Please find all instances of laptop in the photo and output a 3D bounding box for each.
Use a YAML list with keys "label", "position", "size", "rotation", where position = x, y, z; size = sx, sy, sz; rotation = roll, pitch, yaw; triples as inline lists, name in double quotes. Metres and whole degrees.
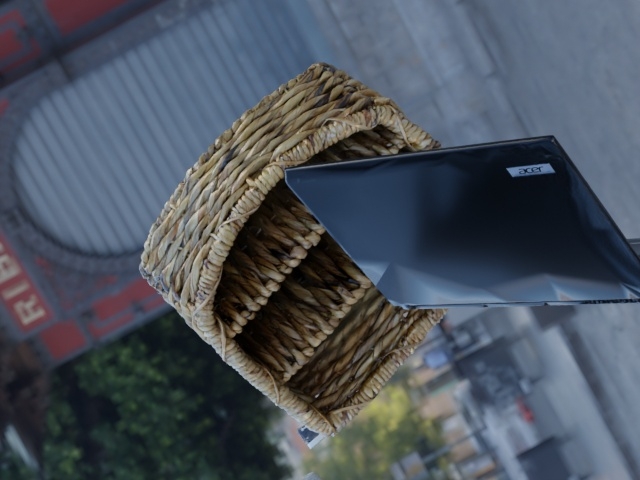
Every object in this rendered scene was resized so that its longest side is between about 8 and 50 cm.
- label: "laptop"
  position: [0.153, -0.024, 1.021]
  size: [0.234, 0.264, 0.136]
  rotation: [-3, 102, 43]

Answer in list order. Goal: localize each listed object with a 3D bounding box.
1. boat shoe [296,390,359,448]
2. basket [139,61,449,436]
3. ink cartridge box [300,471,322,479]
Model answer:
- label: "boat shoe"
  position: [0.020, 0.251, 2.084]
  size: [0.038, 0.125, 0.046]
  rotation: [48, -174, 7]
- label: "basket"
  position: [0.000, 0.000, 1.406]
  size: [0.223, 0.299, 0.213]
  rotation: [42, 178, 36]
- label: "ink cartridge box"
  position: [0.008, 0.315, 1.059]
  size: [0.232, 0.189, 0.066]
  rotation: [41, 142, 20]
